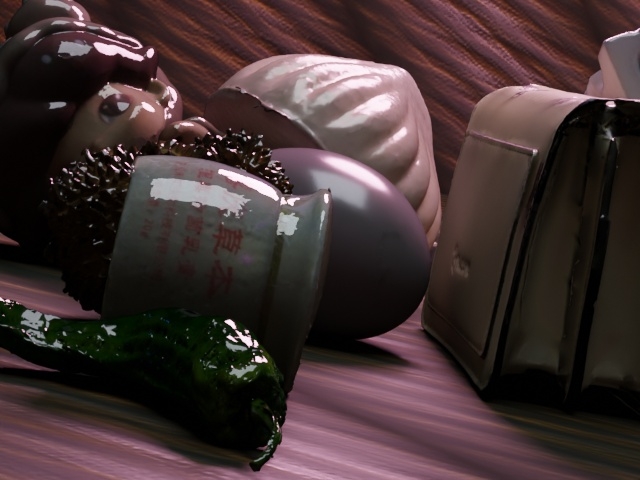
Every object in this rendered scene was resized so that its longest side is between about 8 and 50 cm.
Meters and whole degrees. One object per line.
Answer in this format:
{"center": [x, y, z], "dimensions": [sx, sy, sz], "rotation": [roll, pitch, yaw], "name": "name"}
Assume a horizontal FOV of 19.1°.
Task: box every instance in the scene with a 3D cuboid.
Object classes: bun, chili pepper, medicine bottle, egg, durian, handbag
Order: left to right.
{"center": [-0.091, 0.075, 1.150], "dimensions": [0.278, 0.065, 0.122], "rotation": [12, 15, 43], "name": "chili pepper"}
{"center": [-0.107, -0.016, 1.433], "dimensions": [0.196, 0.167, 0.196], "rotation": [-33, 7, 4], "name": "durian"}
{"center": [-0.068, 0.022, 1.281], "dimensions": [0.143, 0.147, 0.147], "rotation": [11, 6, -2], "name": "medicine bottle"}
{"center": [0.000, 0.000, 1.568], "dimensions": [0.198, 0.146, 0.146], "rotation": [37, 18, 25], "name": "egg"}
{"center": [0.031, -0.087, 1.817], "dimensions": [0.175, 0.263, 0.263], "rotation": [-41, 29, -20], "name": "bun"}
{"center": [0.196, -0.006, 1.553], "dimensions": [0.160, 0.237, 0.358], "rotation": [7, 6, -6], "name": "handbag"}

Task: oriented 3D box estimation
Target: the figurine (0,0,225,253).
{"center": [-0.176, -0.069, 1.743], "dimensions": [0.380, 0.248, 0.203], "rotation": [27, -2, 22], "name": "figurine"}

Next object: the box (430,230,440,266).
{"center": [0.130, 0.014, 2.190], "dimensions": [0.324, 0.047, 0.180], "rotation": [7, 6, -15], "name": "box"}

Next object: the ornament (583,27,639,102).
{"center": [0.388, -0.070, 1.706], "dimensions": [0.239, 0.240, 0.240], "rotation": [-20, -16, -6], "name": "ornament"}
